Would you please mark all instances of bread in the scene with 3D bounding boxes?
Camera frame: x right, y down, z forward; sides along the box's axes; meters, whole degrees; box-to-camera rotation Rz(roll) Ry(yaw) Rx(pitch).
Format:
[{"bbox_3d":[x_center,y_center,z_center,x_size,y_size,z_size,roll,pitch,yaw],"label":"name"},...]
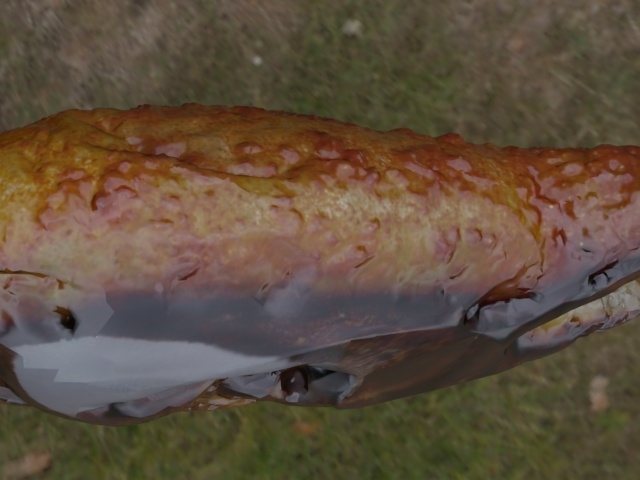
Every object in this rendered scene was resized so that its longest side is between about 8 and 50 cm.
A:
[{"bbox_3d":[-0.005,0.003,0.559,0.269,0.139,0.095,-9,72,-19],"label":"bread"}]
